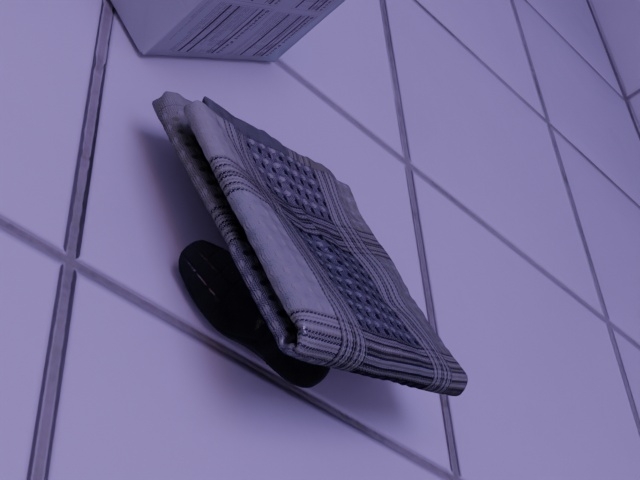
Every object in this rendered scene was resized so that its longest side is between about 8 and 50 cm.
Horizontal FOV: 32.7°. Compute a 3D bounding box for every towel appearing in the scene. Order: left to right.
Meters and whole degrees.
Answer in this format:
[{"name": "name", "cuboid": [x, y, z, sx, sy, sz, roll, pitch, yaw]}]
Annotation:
[{"name": "towel", "cuboid": [0.000, 0.000, 1.060, 0.312, 0.056, 0.324, 22, 30, -53]}]

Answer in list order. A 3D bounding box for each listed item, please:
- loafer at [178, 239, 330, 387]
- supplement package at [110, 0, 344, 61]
[{"name": "loafer", "cuboid": [-0.064, 0.067, 0.990, 0.170, 0.062, 0.061, 47, -5, -5]}, {"name": "supplement package", "cuboid": [-0.100, -0.336, 1.200, 0.199, 0.198, 0.263, 60, 29, 10]}]
